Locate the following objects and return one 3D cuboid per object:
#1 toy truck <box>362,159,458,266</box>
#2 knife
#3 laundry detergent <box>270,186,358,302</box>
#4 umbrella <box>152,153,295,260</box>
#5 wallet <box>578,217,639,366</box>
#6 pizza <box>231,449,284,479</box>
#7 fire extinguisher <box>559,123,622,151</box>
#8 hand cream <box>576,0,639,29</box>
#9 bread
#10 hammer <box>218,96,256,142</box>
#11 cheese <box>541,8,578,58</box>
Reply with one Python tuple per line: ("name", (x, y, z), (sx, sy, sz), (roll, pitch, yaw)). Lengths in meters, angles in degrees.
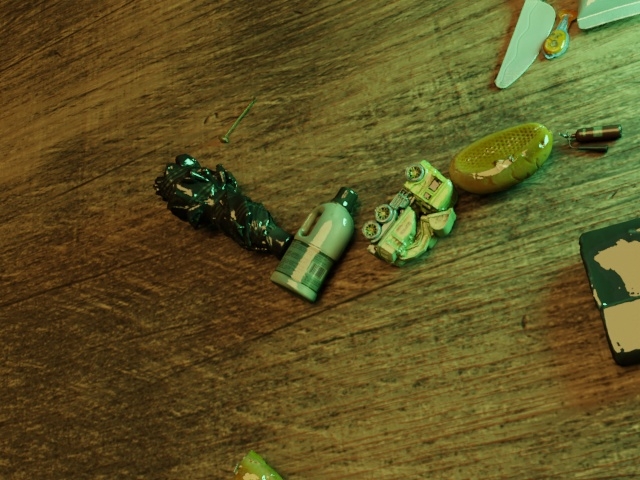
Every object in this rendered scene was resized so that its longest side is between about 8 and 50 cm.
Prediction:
("toy truck", (0.169, -0.037, 1.512), (0.116, 0.085, 0.191), (37, 89, 26))
("knife", (0.411, -0.435, 1.628), (0.081, 0.043, 0.336), (13, 78, 23))
("laundry detergent", (0.000, 0.000, 1.589), (0.099, 0.070, 0.226), (23, 78, 35))
("umbrella", (-0.194, -0.063, 1.677), (0.336, 0.154, 0.128), (37, 125, 37))
("wallet", (0.609, 0.034, 1.259), (0.406, 0.062, 0.228), (-18, 59, 19))
("pizza", (-0.091, 0.518, 1.372), (0.182, 0.074, 0.365), (-30, 56, 9))
("fire extinguisher", (0.466, -0.172, 1.465), (0.100, 0.032, 0.046), (-5, 98, 25))
("hand cream", (0.525, -0.538, 1.589), (0.139, 0.089, 0.314), (-14, 68, 23))
("bread", (0.318, -0.139, 1.493), (0.189, 0.077, 0.114), (-21, 39, 10))
("hammer", (-0.179, -0.263, 1.852), (0.029, 0.014, 0.123), (33, 82, 27))
("cheese", (0.446, -0.385, 1.586), (0.047, 0.017, 0.111), (19, 75, 30))
